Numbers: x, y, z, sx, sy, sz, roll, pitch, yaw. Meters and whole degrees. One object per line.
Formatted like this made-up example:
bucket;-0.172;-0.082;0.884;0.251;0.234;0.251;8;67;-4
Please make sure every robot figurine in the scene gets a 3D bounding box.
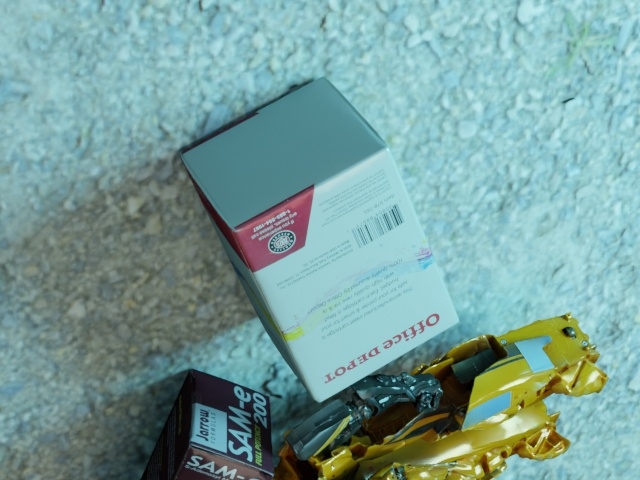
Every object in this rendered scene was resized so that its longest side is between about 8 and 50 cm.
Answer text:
robot figurine;0.082;0.161;1.475;0.291;0.085;0.211;-22;151;-26

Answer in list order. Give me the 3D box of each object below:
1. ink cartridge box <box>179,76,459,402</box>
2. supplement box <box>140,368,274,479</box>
ink cartridge box;0.000;0.000;1.365;0.128;0.127;0.176;-29;126;-7
supplement box;-0.114;0.236;1.443;0.073;0.130;0.239;20;110;-11
